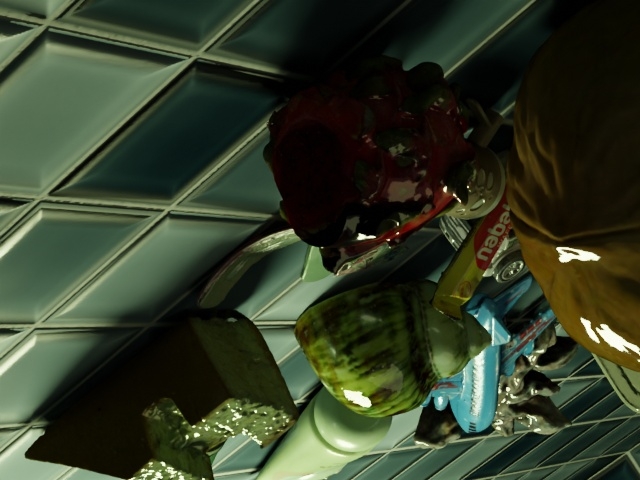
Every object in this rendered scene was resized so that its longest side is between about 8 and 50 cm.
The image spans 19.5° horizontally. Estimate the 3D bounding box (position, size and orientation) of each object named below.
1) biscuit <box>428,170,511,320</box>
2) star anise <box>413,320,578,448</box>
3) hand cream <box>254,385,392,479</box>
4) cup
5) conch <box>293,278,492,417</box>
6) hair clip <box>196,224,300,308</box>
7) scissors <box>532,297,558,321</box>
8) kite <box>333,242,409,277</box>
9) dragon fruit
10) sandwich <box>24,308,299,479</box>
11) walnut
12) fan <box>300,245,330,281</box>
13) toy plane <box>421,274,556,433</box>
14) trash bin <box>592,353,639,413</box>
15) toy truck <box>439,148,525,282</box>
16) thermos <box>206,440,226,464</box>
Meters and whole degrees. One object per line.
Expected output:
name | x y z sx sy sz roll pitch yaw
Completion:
biscuit | 0.185 -0.055 1.722 0.048 0.026 0.292 19 105 -52
star anise | 0.229 0.191 2.449 0.212 0.129 0.283 10 134 -39
hand cream | 0.005 0.241 2.282 0.147 0.093 0.306 -23 169 -21
cup | 0.126 -0.068 1.668 0.102 0.074 0.099 -38 160 18
conch | 0.080 0.109 1.978 0.181 0.124 0.187 -32 154 -9
hair clip | -0.057 0.018 1.682 0.137 0.022 0.054 -36 162 21
scissors | 0.339 0.013 2.278 0.256 0.029 0.383 -35 163 10
kite | 0.076 -0.004 1.867 0.152 0.005 0.137 -34 162 5
dragon fruit | 0.046 -0.062 1.443 0.172 0.160 0.167 -12 130 -44
sandwich | -0.156 0.175 1.775 0.235 0.128 0.122 -38 153 16
walnut | 0.333 -0.063 1.603 0.397 0.354 0.308 -18 -175 -38
fan | 0.000 0.000 1.738 0.038 0.016 0.193 -26 161 -10
toy plane | 0.186 0.145 2.252 0.254 0.105 0.271 -24 153 -20
trash bin | 0.484 0.106 2.433 0.220 0.219 0.250 -42 161 34
toy truck | 0.226 -0.057 1.823 0.216 0.110 0.116 -23 147 -22
thermos | -0.150 0.229 2.001 0.083 0.073 0.188 -25 161 -23
